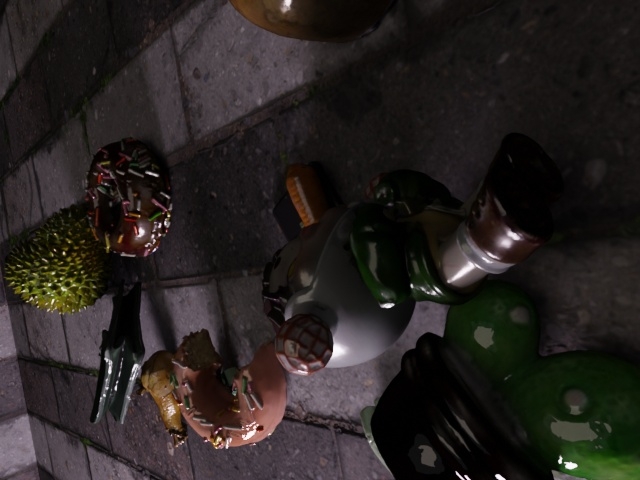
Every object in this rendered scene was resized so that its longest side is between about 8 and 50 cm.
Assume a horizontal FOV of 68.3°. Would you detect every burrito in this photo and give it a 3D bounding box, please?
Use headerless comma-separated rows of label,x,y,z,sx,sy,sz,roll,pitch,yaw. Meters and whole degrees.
burrito,0.096,0.270,0.625,0.118,0.044,0.074,44,129,25

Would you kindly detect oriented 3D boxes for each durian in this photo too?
durian,-0.614,0.058,1.148,0.224,0.291,0.291,44,135,-15

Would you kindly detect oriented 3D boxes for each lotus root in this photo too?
lotus root,-0.029,-0.376,0.544,0.272,0.192,0.272,17,112,49

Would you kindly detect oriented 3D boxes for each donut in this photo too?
donut,-0.425,-0.090,1.028,0.269,0.103,0.270,8,101,44
donut,-0.167,0.264,0.820,0.232,0.085,0.199,0,94,29

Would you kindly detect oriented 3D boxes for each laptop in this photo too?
laptop,0.000,0.000,0.687,0.135,0.016,0.197,-45,66,41

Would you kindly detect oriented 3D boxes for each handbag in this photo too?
handbag,-0.467,0.254,1.092,0.247,0.079,0.260,-66,29,27

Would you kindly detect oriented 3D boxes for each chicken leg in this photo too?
chicken leg,-0.342,0.347,1.037,0.101,0.085,0.208,-16,89,19

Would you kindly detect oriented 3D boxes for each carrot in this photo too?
carrot,0.003,-0.004,0.648,0.048,0.048,0.216,-18,92,45

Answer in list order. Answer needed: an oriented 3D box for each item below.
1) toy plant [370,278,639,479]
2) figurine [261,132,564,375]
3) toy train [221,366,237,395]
toy plant,0.174,0.157,0.452,0.235,0.175,0.218,-44,58,12
figurine,0.062,0.027,0.488,0.167,0.281,0.370,42,140,-11
toy train,-0.181,0.282,0.904,0.083,0.033,0.053,-45,63,38
